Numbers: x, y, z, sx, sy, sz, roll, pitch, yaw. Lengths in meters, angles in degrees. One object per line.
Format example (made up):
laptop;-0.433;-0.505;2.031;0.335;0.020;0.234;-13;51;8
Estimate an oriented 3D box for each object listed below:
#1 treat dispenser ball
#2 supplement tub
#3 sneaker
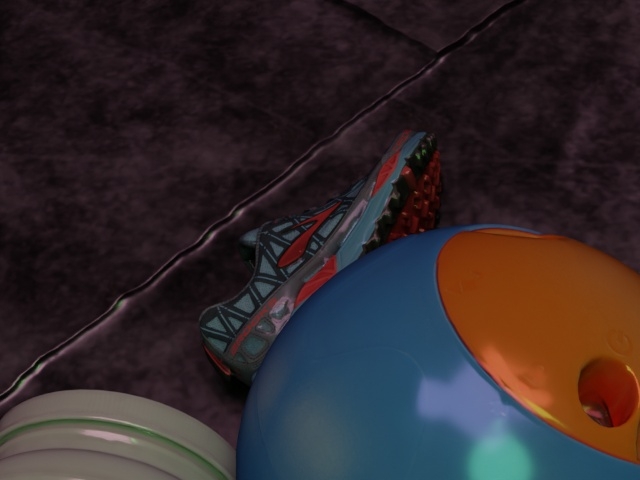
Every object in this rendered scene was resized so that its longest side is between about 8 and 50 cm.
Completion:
treat dispenser ball;0.095;0.133;0.896;0.288;0.288;0.288;-3;46;3
supplement tub;-0.143;0.241;0.886;0.191;0.191;0.272;3;47;9
sneaker;0.000;0.000;1.162;0.125;0.104;0.262;17;51;24
